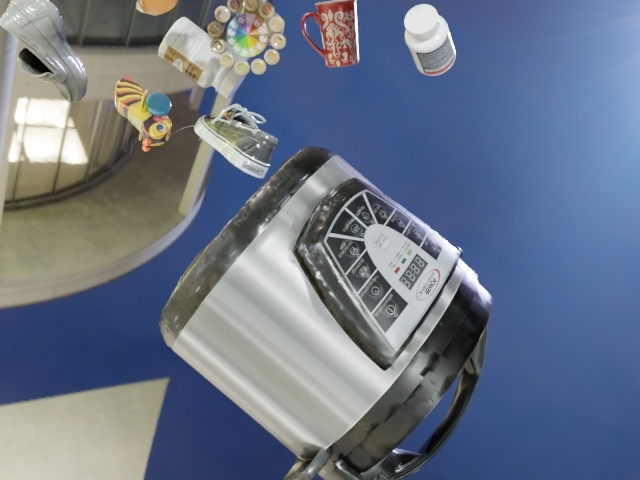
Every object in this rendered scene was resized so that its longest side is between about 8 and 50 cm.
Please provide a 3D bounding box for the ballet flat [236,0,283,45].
[{"bbox_3d":[-0.163,-0.622,1.951,0.123,0.123,0.348,25,-169,-4],"label":"ballet flat"}]

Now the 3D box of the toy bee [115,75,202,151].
[{"bbox_3d":[-0.482,-0.341,1.927,0.298,0.195,0.162,21,-125,19],"label":"toy bee"}]

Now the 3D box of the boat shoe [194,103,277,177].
[{"bbox_3d":[-0.176,-0.229,1.421,0.113,0.105,0.306,24,-170,-30],"label":"boat shoe"}]

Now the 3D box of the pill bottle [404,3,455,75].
[{"bbox_3d":[0.268,-0.497,1.679,0.108,0.108,0.180,47,-177,26],"label":"pill bottle"}]

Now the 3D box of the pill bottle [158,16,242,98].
[{"bbox_3d":[-0.325,-0.505,1.902,0.229,0.131,0.131,36,-146,-8],"label":"pill bottle"}]

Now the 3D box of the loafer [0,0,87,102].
[{"bbox_3d":[-0.565,-0.377,1.387,0.112,0.319,0.111,41,-108,13],"label":"loafer"}]

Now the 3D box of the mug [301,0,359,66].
[{"bbox_3d":[0.035,-0.568,1.862,0.150,0.169,0.113,-1,-157,19],"label":"mug"}]

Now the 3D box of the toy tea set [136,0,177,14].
[{"bbox_3d":[-0.226,-0.554,1.397,0.335,0.124,0.200,-22,-124,-4],"label":"toy tea set"}]

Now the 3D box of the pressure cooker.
[{"bbox_3d":[0.037,0.118,0.967,0.420,0.370,0.375,41,-169,0],"label":"pressure cooker"}]

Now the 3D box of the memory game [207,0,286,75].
[{"bbox_3d":[-0.171,-0.479,1.589,0.186,0.186,0.012,24,-167,-5],"label":"memory game"}]
